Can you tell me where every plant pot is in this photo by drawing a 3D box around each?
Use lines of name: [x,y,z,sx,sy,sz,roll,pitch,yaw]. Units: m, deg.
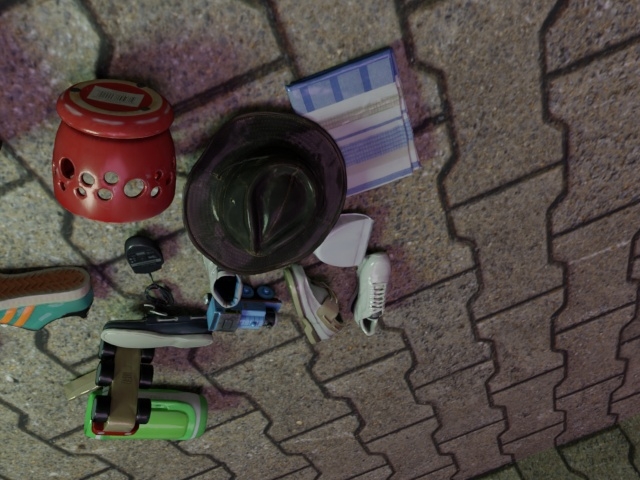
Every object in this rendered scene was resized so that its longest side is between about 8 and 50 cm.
plant pot: [-0.323,-0.147,0.856,0.191,0.191,0.174,1,129,-19]

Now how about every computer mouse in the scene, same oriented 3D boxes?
computer mouse: [-0.361,0.066,1.158,0.071,0.041,0.242,-10,141,-8]

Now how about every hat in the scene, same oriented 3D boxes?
hat: [-0.086,-0.058,0.974,0.331,0.134,0.332,-7,117,-15]

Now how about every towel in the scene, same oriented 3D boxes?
towel: [0.072,-0.210,1.036,0.209,0.034,0.285,-20,133,4]

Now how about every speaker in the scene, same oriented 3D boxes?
speaker: [-0.458,0.462,1.433,0.296,0.131,0.131,11,128,-27]

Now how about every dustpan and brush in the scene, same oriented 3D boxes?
dustpan and brush: [0.000,0.000,1.203,0.211,0.060,0.147,-7,133,-21]

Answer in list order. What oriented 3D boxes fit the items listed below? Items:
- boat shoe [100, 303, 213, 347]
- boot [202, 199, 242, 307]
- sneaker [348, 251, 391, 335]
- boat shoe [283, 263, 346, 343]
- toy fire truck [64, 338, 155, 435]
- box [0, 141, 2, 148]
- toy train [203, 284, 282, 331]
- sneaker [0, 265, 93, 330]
boat shoe: [-0.366,0.197,1.235,0.254,0.079,0.095,6,151,-27]
boot: [-0.194,0.020,1.101,0.095,0.123,0.258,-11,134,-8]
sneaker: [0.134,0.129,1.334,0.090,0.095,0.235,-4,132,-13]
boat shoe: [-0.012,0.142,1.295,0.103,0.113,0.302,-20,146,-1]
toy fire truck: [-0.505,0.357,1.270,0.158,0.217,0.246,12,142,-28]
box: [-0.610,-0.145,0.776,0.166,0.169,0.203,-20,134,-1]
toy train: [-0.177,0.159,1.251,0.184,0.105,0.080,8,129,-24]
sneaker: [-0.616,0.132,1.080,0.301,0.108,0.121,-3,129,-17]
